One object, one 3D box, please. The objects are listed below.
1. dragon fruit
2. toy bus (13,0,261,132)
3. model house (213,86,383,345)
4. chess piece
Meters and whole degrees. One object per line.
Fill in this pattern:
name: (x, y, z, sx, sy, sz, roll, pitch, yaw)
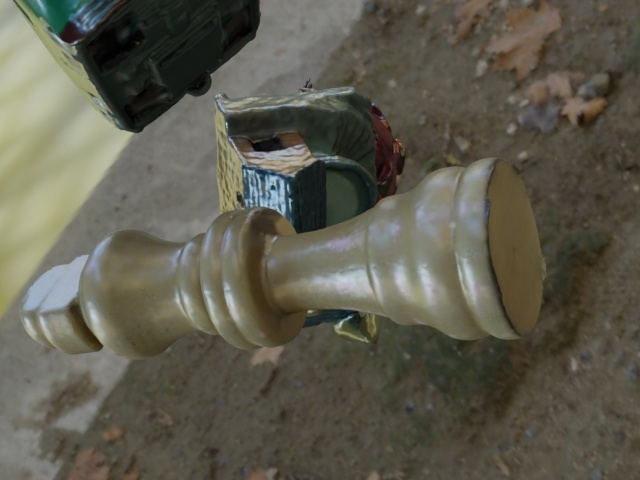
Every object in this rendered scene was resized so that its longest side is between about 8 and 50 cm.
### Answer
dragon fruit: (0.003, -0.117, 1.550, 0.193, 0.274, 0.192, 45, 117, 56)
toy bus: (-0.164, -0.230, 0.878, 0.183, 0.199, 0.343, -40, -3, -7)
model house: (0.000, 0.000, 1.210, 0.194, 0.267, 0.325, -6, 25, -11)
chess piece: (-0.050, 0.027, 0.767, 0.397, 0.117, 0.117, -7, 52, 26)
